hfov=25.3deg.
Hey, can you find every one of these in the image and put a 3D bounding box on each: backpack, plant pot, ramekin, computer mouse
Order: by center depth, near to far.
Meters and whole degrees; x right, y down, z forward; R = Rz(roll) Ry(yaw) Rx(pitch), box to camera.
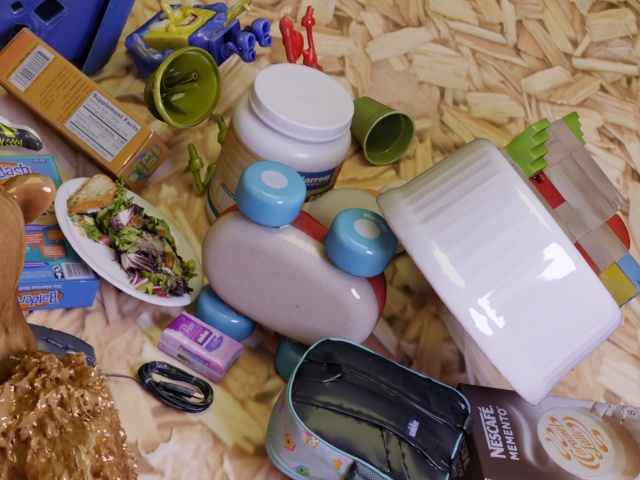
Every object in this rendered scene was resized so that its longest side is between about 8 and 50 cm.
[{"bbox_3d":[0.039,0.198,1.458,0.188,0.144,0.166,32,43,-4],"label":"backpack"},{"bbox_3d":[-0.227,0.132,1.493,0.242,0.041,0.071,13,39,-13],"label":"computer mouse"},{"bbox_3d":[0.194,0.025,1.499,0.277,0.135,0.277,52,7,-9],"label":"ramekin"},{"bbox_3d":[-0.353,-0.360,1.854,0.212,0.236,0.236,10,40,-25],"label":"plant pot"},{"bbox_3d":[0.074,-0.157,1.942,0.083,0.083,0.079,-7,36,-32],"label":"plant pot"}]

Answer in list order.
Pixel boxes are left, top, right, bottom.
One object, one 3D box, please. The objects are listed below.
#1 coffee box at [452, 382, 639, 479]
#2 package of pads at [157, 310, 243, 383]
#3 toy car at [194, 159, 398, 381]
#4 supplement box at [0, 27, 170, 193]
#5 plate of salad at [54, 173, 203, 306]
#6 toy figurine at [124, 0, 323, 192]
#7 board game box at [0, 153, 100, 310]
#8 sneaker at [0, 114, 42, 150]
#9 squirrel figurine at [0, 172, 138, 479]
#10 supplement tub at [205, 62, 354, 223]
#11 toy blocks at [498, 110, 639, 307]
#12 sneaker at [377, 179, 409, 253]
[{"bbox_3d":[0.258,0.250,1.539,0.246,0.098,0.141,9,39,-17],"label":"coffee box"},{"bbox_3d":[-0.131,0.116,1.563,0.083,0.032,0.050,30,37,9],"label":"package of pads"},{"bbox_3d":[0.000,0.000,1.610,0.210,0.219,0.238,28,38,8],"label":"toy car"},{"bbox_3d":[-0.294,-0.157,1.741,0.233,0.078,0.080,41,84,19],"label":"supplement box"},{"bbox_3d":[-0.209,-0.006,1.614,0.200,0.048,0.200,34,25,-18],"label":"plate of salad"},{"bbox_3d":[-0.177,-0.226,1.891,0.217,0.191,0.362,7,39,30],"label":"toy figurine"},{"bbox_3d":[-0.352,-0.011,1.590,0.160,0.047,0.210,-2,46,-28],"label":"board game box"},{"bbox_3d":[-0.376,-0.124,1.727,0.083,0.031,0.035,23,52,8],"label":"sneaker"},{"bbox_3d":[-0.288,0.120,1.215,0.397,0.370,0.281,35,40,14],"label":"squirrel figurine"},{"bbox_3d":[-0.048,-0.097,1.710,0.144,0.200,0.144,13,40,-11],"label":"supplement tub"},{"bbox_3d":[0.292,0.004,1.774,0.261,0.191,0.381,53,34,6],"label":"toy blocks"},{"bbox_3d":[0.085,-0.030,1.782,0.080,0.094,0.212,27,39,8],"label":"sneaker"}]
